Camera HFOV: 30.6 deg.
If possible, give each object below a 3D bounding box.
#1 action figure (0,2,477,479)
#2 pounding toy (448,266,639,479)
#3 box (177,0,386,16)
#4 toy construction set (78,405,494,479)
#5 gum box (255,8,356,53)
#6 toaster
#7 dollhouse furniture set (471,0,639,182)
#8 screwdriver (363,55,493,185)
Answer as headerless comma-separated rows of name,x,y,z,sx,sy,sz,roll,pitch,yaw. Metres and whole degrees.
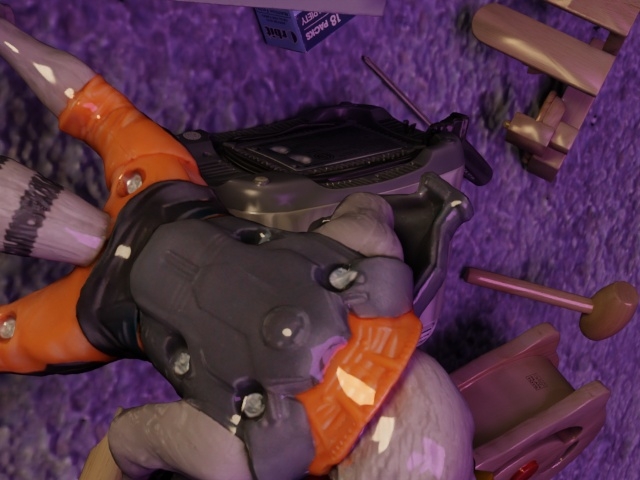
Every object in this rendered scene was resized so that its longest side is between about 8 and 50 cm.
action figure,-0.087,0.066,0.537,0.341,0.330,0.178,-63,162,-14
pounding toy,0.139,0.126,0.979,0.270,0.155,0.154,-24,150,-26
box,-0.081,-0.144,0.569,0.145,0.186,0.038,-6,112,-43
toy construction set,-0.027,0.181,0.733,0.309,0.258,0.237,42,57,-45
gum box,0.006,-0.236,0.725,0.157,0.041,0.184,-40,131,-27
toaster,0.000,0.000,0.751,0.227,0.129,0.146,-16,120,-38
dollhouse furniture set,0.167,-0.150,0.929,0.144,0.123,0.151,-62,171,-6
screwdriver,0.079,-0.089,0.877,0.170,0.025,0.024,37,79,-37
